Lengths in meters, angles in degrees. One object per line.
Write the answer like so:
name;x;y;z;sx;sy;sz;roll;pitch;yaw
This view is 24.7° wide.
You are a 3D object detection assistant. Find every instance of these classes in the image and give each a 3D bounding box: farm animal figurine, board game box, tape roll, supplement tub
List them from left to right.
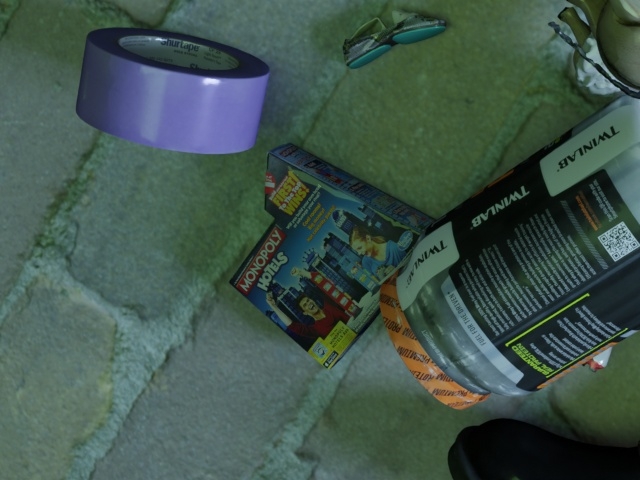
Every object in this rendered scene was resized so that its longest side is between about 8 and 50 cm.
tape roll;-0.151;-0.155;1.493;0.189;0.189;0.080;17;109;17
board game box;0.000;0.000;1.542;0.194;0.060;0.194;42;114;9
supplement tub;0.222;0.019;1.380;0.316;0.193;0.193;-35;89;23
farm animal figurine;0.345;-0.236;1.181;0.327;0.330;0.172;-42;81;7

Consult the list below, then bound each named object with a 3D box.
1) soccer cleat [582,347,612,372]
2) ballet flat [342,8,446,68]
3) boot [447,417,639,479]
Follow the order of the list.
soccer cleat;0.256;0.101;1.483;0.083;0.029;0.036;31;88;21
ballet flat;0.071;-0.211;1.474;0.114;0.041;0.041;-20;95;24
boot;0.323;0.199;1.418;0.348;0.131;0.260;25;118;3
